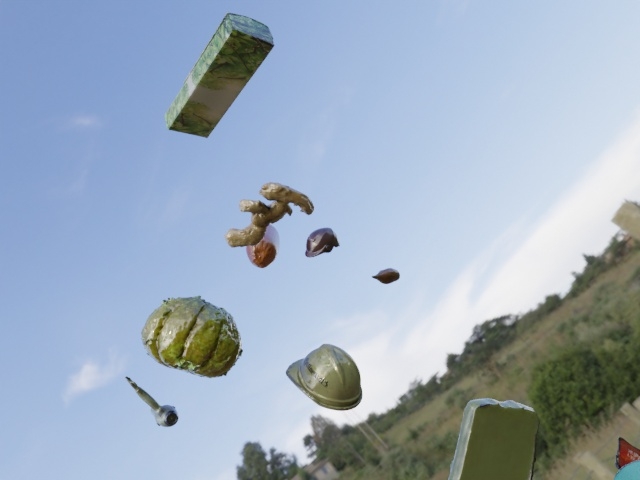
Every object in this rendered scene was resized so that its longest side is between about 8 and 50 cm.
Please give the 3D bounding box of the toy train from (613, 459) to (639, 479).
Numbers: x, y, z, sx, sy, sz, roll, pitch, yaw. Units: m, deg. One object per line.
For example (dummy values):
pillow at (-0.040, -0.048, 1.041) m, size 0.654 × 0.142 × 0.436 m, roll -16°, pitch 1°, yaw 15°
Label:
toy train at (0.685, 0.475, 1.013) m, size 0.298 × 0.194 × 0.120 m, roll 4°, pitch -50°, yaw -18°

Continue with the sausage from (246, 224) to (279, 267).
sausage at (-0.189, 0.017, 1.925) m, size 0.113 × 0.114 × 0.259 m, roll -50°, pitch 10°, yaw 10°

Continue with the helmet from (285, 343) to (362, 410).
helmet at (0.025, 0.385, 1.768) m, size 0.204 × 0.258 × 0.137 m, roll -18°, pitch -52°, yaw -47°

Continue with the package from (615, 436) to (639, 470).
package at (0.869, 0.671, 1.551) m, size 0.071 × 0.194 × 0.269 m, roll -46°, pitch -2°, yaw 32°

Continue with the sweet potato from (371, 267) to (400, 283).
sweet potato at (0.189, 0.105, 1.725) m, size 0.117 × 0.049 × 0.049 m, roll 0°, pitch -50°, yaw -47°

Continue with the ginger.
ginger at (-0.152, -0.069, 1.486) m, size 0.259 × 0.065 × 0.149 m, roll -26°, pitch -50°, yaw 17°

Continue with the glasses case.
glasses case at (-0.202, -0.311, 1.121) m, size 0.095 × 0.062 × 0.272 m, roll 7°, pitch -36°, yaw -40°

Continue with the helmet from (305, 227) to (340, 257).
helmet at (0.000, 0.000, 1.837) m, size 0.123 × 0.098 × 0.070 m, roll -25°, pitch -72°, yaw -38°

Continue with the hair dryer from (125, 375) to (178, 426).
hair dryer at (-0.510, 0.478, 1.718) m, size 0.067 × 0.199 × 0.167 m, roll -50°, pitch 6°, yaw -29°

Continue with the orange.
orange at (-0.361, 0.283, 1.708) m, size 0.301 × 0.300 × 0.223 m, roll 40°, pitch -115°, yaw -52°

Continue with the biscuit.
biscuit at (0.165, 0.329, 0.623) m, size 0.099 × 0.038 × 0.322 m, roll 11°, pitch -89°, yaw -18°
